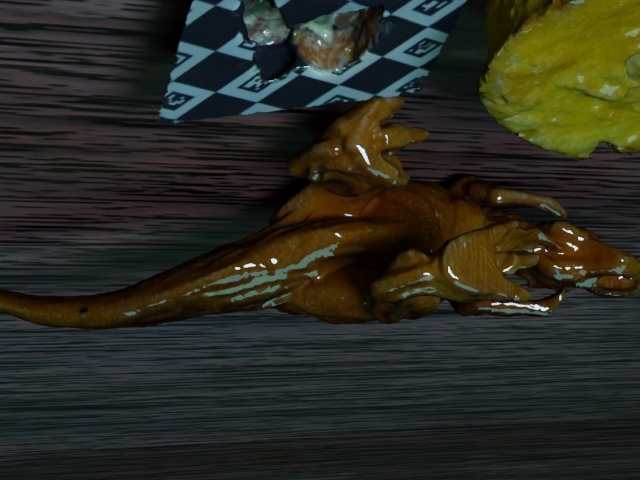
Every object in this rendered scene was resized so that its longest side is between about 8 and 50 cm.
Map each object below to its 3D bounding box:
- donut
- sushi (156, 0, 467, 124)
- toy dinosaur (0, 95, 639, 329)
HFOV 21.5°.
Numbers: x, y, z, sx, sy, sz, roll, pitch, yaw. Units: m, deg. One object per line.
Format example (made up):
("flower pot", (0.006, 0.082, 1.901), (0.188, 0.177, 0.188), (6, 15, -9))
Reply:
("donut", (0.149, -0.100, 0.705), (0.178, 0.065, 0.162), (-8, 155, -4))
("sushi", (-0.003, -0.093, 0.703), (0.126, 0.026, 0.120), (-9, 158, -18))
("toy dinosaur", (0.000, 0.000, 0.868), (0.432, 0.097, 0.208), (1, 167, -18))
